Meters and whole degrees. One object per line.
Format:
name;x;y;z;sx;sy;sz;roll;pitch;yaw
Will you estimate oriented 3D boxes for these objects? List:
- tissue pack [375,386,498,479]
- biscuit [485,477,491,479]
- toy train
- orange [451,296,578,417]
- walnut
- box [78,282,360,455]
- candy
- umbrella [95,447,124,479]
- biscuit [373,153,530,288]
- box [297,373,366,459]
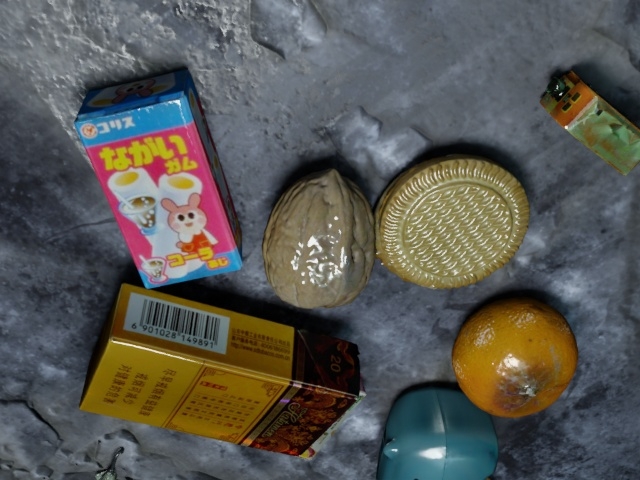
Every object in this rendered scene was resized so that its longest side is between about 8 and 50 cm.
tissue pack;0.202;0.421;1.519;0.206;0.198;0.287;5;125;-4
biscuit;0.306;0.559;1.688;0.212;0.041;0.238;4;109;24
toy train;0.407;-0.172;1.190;0.188;0.099;0.072;30;117;-25
orange;0.341;0.210;1.405;0.224;0.170;0.224;-2;125;-2
walnut;0.000;-0.001;1.232;0.178;0.178;0.230;6;112;-10
box;-0.168;0.231;1.356;0.416;0.115;0.264;16;138;-17
candy;-0.226;-0.083;1.187;0.157;0.100;0.305;-12;126;4
umbrella;-0.438;0.508;1.610;0.044;0.044;0.269;31;120;10
biscuit;0.203;-0.026;1.282;0.259;0.079;0.259;-4;125;-5
box;0.014;0.332;1.528;0.041;0.050;0.207;24;119;-22
